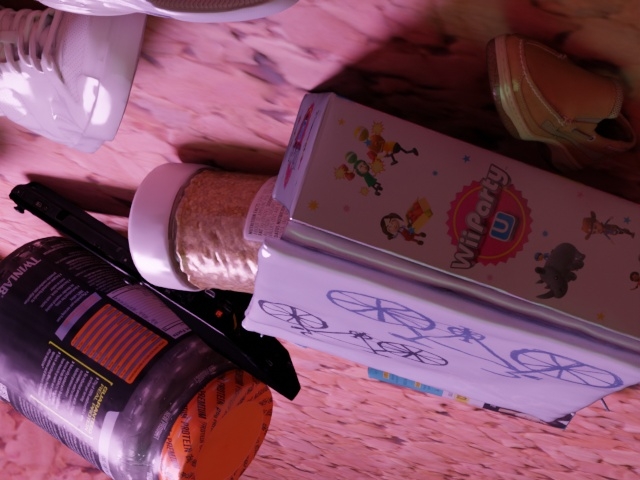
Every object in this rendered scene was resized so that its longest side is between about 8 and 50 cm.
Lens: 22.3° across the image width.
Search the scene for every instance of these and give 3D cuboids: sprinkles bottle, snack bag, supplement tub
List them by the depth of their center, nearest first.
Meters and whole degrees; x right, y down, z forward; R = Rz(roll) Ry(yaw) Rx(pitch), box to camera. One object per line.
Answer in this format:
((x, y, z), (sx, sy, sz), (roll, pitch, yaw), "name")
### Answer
((0.097, 0.079, 1.359), (0.323, 0.037, 0.342), (17, 166, -1), "snack bag")
((0.000, 0.000, 1.467), (0.355, 0.121, 0.121), (6, 160, 29), "sprinkles bottle")
((-0.233, 0.153, 1.874), (0.338, 0.207, 0.207), (31, 170, 26), "supplement tub")

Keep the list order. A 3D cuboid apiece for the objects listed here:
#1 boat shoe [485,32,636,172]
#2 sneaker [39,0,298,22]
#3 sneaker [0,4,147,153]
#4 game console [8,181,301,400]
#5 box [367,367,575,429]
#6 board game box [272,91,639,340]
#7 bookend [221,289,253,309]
((0.171, -0.099, 1.111), (0.072, 0.068, 0.190), (-7, 166, 24), "boat shoe")
((-0.110, -0.189, 1.056), (0.258, 0.094, 0.091), (13, -178, 27), "sneaker")
((-0.230, -0.143, 1.251), (0.169, 0.108, 0.292), (17, 165, -14), "sneaker")
((-0.179, 0.043, 1.718), (0.361, 0.044, 0.213), (31, 169, 26), "game console")
((0.180, 0.154, 1.891), (0.244, 0.060, 0.100), (15, 163, 6), "box")
((0.124, -0.019, 1.218), (0.303, 0.098, 0.224), (18, -177, -7), "board game box")
((-0.033, 0.045, 1.725), (0.157, 0.072, 0.156), (10, 162, 17), "bookend")
